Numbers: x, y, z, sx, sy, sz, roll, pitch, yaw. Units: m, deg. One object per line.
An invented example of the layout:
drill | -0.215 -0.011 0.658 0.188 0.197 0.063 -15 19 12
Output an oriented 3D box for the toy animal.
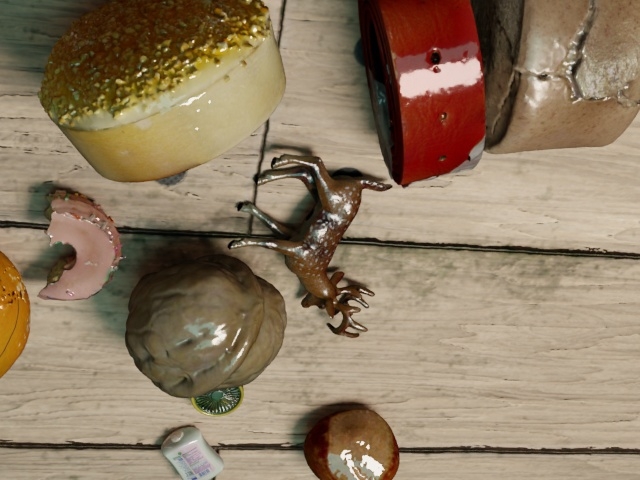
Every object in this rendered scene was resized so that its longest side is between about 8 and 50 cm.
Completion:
toy animal | 0.002 0.011 1.665 0.260 0.087 0.243 25 117 -20

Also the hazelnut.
hazelnut | 0.049 0.335 1.864 0.154 0.143 0.143 9 120 -7

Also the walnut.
walnut | -0.158 0.117 1.626 0.224 0.224 0.224 -5 123 -8

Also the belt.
belt | 0.125 -0.204 1.469 0.115 0.227 0.324 -12 143 -3

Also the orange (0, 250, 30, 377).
orange | -0.503 0.105 1.581 0.234 0.182 0.234 -13 125 -18

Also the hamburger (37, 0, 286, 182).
hamburger | -0.184 -0.197 1.373 0.302 0.302 0.170 -23 117 4

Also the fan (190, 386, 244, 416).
fan | -0.183 0.205 1.781 0.082 0.039 0.155 -40 119 16

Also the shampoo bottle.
shampoo bottle | -0.206 0.337 1.859 0.072 0.043 0.099 -26 123 6

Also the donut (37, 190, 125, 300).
donut | -0.325 0.009 1.613 0.117 0.065 0.166 7 122 -13

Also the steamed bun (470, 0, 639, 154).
steamed bun | 0.313 -0.244 1.491 0.251 0.199 0.301 -2 122 -10
